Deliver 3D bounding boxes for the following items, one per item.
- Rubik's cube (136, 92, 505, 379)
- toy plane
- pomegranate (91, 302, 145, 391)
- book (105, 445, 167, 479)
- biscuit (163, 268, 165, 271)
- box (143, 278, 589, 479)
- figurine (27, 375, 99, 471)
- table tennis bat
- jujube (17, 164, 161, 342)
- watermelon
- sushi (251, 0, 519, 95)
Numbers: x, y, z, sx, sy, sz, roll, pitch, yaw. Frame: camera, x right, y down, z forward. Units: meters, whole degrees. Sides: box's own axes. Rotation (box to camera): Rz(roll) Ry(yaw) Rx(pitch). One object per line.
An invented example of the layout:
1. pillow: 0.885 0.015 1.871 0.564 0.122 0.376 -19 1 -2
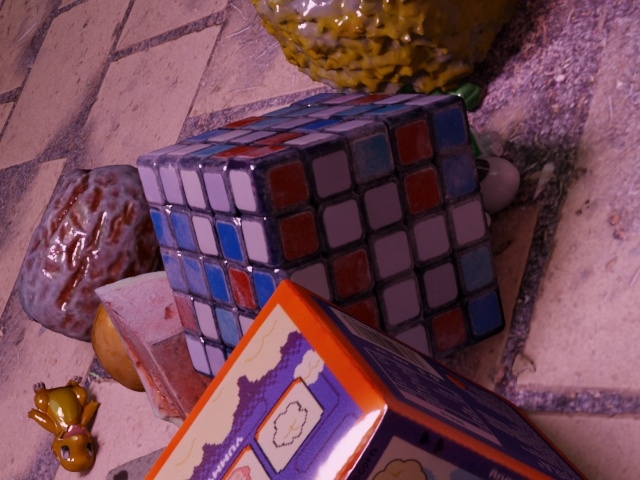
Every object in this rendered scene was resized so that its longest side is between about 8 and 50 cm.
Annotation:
1. Rubik's cube: 0.000 0.000 1.388 0.287 0.291 0.293 10 115 56
2. toy plane: 0.172 -0.063 1.490 0.174 0.080 0.174 -31 42 34
3. pomegranate: -0.252 0.149 1.832 0.196 0.196 0.196 -34 40 35
4. book: -0.224 0.396 1.714 0.352 0.035 0.239 -29 41 40
5. biscuit: -0.195 -0.015 2.001 0.186 0.036 0.192 -28 45 38
6. box: 0.048 0.279 1.137 0.319 0.348 0.257 -55 33 6
7. figurine: -0.426 0.324 2.015 0.176 0.121 0.122 58 142 44
8. table tennis bat: 0.124 -0.222 1.683 0.160 0.039 0.257 -45 38 -17
9. jujube: -0.380 0.014 2.066 0.246 0.215 0.308 -147 81 -86
10. watermelon: -0.174 0.168 1.656 0.256 0.260 0.176 -14 17 28
11. sushi: 0.090 -0.393 1.621 0.351 0.240 0.397 21 74 39
